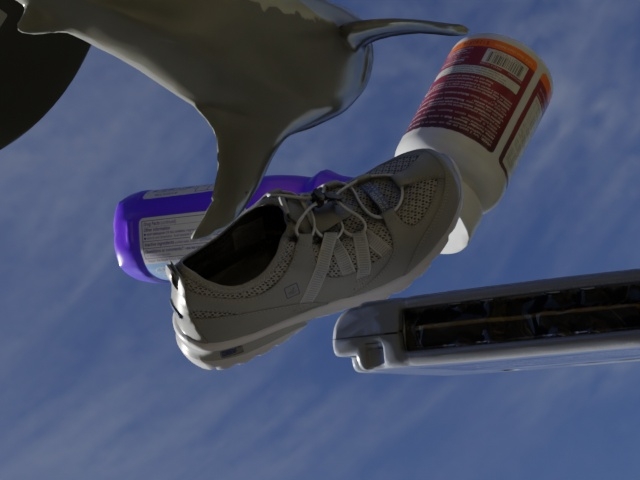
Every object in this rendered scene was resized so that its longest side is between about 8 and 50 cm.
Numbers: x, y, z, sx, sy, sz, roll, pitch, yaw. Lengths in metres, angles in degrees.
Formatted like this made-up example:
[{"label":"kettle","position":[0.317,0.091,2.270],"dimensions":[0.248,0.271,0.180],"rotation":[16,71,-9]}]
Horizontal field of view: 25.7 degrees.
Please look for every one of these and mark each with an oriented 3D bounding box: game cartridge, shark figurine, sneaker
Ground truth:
[{"label":"game cartridge","position":[0.182,0.061,0.996],"dimensions":[0.196,0.294,0.060],"rotation":[17,-111,-56]},{"label":"shark figurine","position":[-0.062,-0.062,0.547],"dimensions":[0.278,0.166,0.116],"rotation":[9,-83,-43]},{"label":"sneaker","position":[0.000,0.000,1.157],"dimensions":[0.281,0.105,0.115],"rotation":[-33,-39,-15]}]

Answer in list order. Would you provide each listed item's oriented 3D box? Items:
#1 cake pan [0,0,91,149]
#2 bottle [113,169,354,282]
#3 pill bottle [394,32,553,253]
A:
[{"label":"cake pan","position":[-0.265,-0.174,1.014],"dimensions":[0.293,0.054,0.293],"rotation":[-37,-36,-33]},{"label":"bottle","position":[-0.055,-0.015,1.352],"dimensions":[0.118,0.283,0.092],"rotation":[12,-107,-69]},{"label":"pill bottle","position":[0.151,-0.101,1.458],"dimensions":[0.221,0.121,0.121],"rotation":[-60,-30,-30]}]
